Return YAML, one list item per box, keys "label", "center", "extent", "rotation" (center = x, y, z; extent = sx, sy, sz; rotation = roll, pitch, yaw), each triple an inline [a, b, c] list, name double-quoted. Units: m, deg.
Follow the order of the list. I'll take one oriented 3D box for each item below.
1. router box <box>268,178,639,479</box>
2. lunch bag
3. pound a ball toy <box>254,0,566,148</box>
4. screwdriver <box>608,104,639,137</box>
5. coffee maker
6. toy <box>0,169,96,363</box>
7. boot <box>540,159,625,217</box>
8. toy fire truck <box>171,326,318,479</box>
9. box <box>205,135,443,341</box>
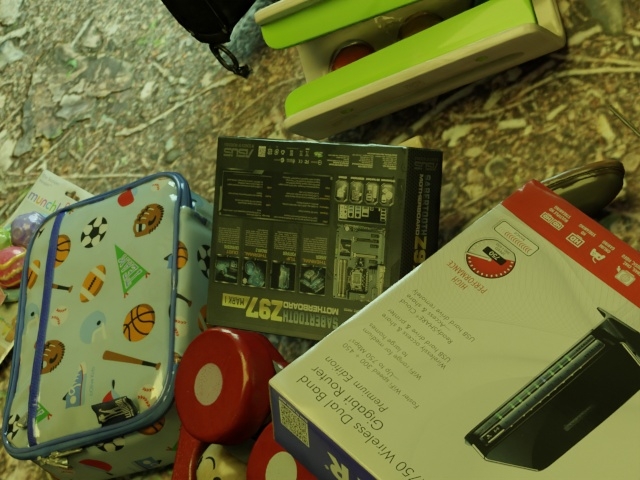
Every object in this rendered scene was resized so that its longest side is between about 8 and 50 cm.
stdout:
- label: "router box"
  center: [0.182, 0.142, 1.333]
  extent: [0.301, 0.082, 0.335]
  rotation: [-37, 58, -25]
- label: "lunch bag"
  center: [-0.206, 0.094, 1.745]
  extent: [0.243, 0.115, 0.303]
  rotation: [-16, 54, 29]
- label: "pound a ball toy"
  center: [0.079, -0.156, 1.710]
  extent: [0.319, 0.136, 0.208]
  rotation: [-21, 78, 23]
- label: "screwdriver"
  center: [0.303, -0.076, 1.563]
  extent: [0.024, 0.025, 0.170]
  rotation: [-43, 39, 6]
- label: "coffee maker"
  center: [-0.086, -0.305, 1.896]
  extent: [0.120, 0.171, 0.178]
  rotation: [26, 62, 35]
- label: "toy"
  center: [-0.345, 0.028, 1.917]
  extent: [0.137, 0.056, 0.237]
  rotation: [27, 80, 40]
- label: "boot"
  center: [0.192, 0.024, 1.543]
  extent: [0.219, 0.082, 0.106]
  rotation: [-36, 58, 24]
- label: "toy fire truck"
  center: [-0.042, 0.231, 1.526]
  extent: [0.302, 0.169, 0.254]
  rotation: [45, 112, 42]
- label: "box"
  center: [0.000, 0.000, 1.611]
  extent: [0.232, 0.059, 0.183]
  rotation: [5, 92, 40]
